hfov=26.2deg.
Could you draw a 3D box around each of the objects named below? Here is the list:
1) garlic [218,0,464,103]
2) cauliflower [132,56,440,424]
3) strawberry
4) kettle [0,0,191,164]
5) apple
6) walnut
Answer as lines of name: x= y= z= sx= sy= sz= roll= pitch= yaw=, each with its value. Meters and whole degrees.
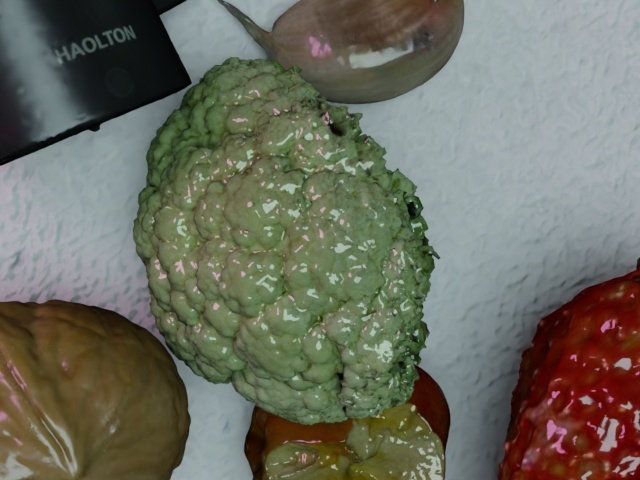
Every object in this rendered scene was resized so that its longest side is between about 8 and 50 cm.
garlic: x=0.025 y=-0.174 z=1.132 sx=0.198 sy=0.090 sz=0.128 roll=-19 pitch=84 yaw=-1
cauliflower: x=0.000 y=0.000 z=1.069 sx=0.250 sy=0.272 sz=0.275 roll=-7 pitch=103 yaw=-47
strawberry: x=0.255 y=0.177 z=1.122 sx=0.312 sy=0.267 sz=0.351 roll=21 pitch=111 yaw=-41
kettle: x=-0.220 y=-0.228 z=1.018 sx=0.262 sy=0.203 sz=0.308 roll=-23 pitch=97 yaw=-4
apple: x=0.020 y=0.168 z=1.133 sx=0.158 sy=0.147 sz=0.156 roll=14 pitch=133 yaw=-6
walnut: x=-0.209 y=0.146 z=1.050 sx=0.228 sy=0.228 sz=0.227 roll=-1 pitch=97 yaw=-10
